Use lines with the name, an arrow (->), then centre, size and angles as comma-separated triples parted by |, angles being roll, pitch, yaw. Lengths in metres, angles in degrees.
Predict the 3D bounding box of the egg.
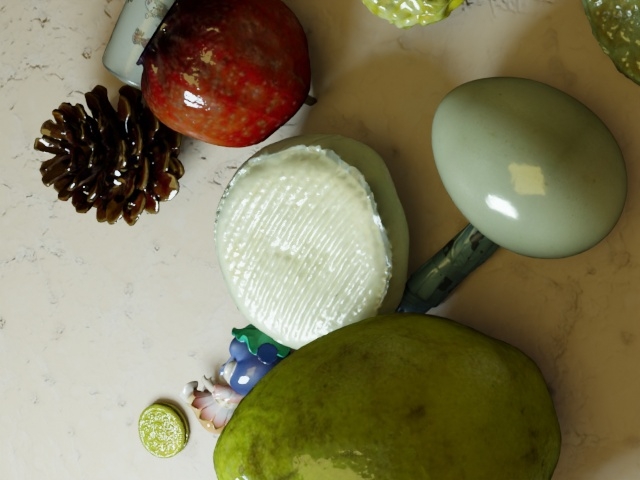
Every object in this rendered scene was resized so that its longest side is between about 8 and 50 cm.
egg -> 0.237, -0.089, 1.363 | 0.253, 0.188, 0.189 | 40, 113, 20

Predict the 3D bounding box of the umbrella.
umbrella -> 0.152, 0.047, 1.503 | 0.250, 0.053, 0.052 | -44, 79, 24

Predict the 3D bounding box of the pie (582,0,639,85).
pie -> 0.414, -0.284, 1.295 | 0.257, 0.105, 0.274 | -31, 84, 36

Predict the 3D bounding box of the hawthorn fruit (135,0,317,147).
hawthorn fruit -> -0.109, -0.220, 1.509 | 0.215, 0.249, 0.215 | -25, 55, 42

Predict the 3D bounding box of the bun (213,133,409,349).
bun -> 0.000, 0.000, 1.519 | 0.287, 0.146, 0.287 | 6, 104, 26

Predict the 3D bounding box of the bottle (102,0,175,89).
bottle -> -0.205, -0.322, 1.587 | 0.110, 0.110, 0.233 | 34, 112, 18

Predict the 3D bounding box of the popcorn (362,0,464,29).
popcorn -> 0.137, -0.331, 1.394 | 0.195, 0.173, 0.168 | 22, 94, 17

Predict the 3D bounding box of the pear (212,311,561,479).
pear -> 0.088, 0.266, 1.393 | 0.413, 0.352, 0.352 | -14, 93, -12

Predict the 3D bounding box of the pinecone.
pinecone -> -0.296, -0.119, 1.621 | 0.207, 0.207, 0.208 | 4, 100, 26

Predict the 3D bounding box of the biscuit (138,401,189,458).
biscuit -> -0.235, 0.283, 1.749 | 0.084, 0.023, 0.084 | 5, 102, 26

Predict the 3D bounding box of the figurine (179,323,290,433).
figurine -> -0.103, 0.191, 1.636 | 0.195, 0.111, 0.102 | -52, 58, 27
